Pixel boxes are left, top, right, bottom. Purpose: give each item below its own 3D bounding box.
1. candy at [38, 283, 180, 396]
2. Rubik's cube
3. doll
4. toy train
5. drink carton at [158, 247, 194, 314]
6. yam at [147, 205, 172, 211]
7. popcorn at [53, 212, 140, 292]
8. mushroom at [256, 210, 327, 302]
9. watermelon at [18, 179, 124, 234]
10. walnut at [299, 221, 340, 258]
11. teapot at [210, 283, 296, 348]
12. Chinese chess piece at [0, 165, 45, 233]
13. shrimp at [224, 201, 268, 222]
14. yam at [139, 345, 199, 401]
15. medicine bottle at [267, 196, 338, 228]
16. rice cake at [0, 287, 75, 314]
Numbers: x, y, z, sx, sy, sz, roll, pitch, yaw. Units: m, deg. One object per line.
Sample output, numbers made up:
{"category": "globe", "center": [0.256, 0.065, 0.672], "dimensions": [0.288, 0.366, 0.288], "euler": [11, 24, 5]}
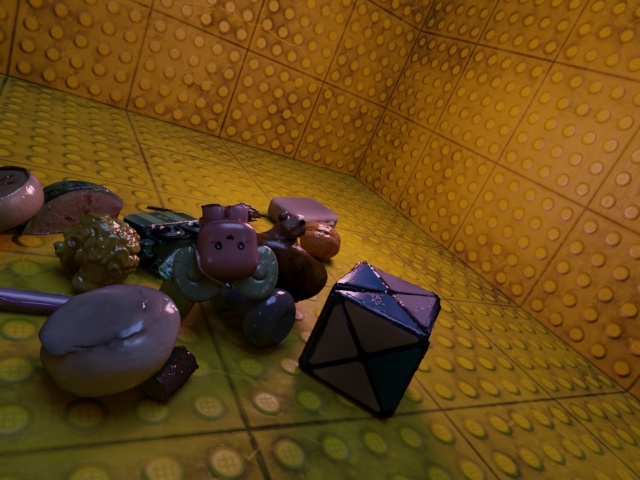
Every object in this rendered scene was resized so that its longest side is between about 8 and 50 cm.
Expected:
{"category": "candy", "center": [-0.439, 0.210, 0.963], "dimensions": [0.295, 0.185, 0.295], "euler": [-4, 33, 2]}
{"category": "Rubik's cube", "center": [0.159, 0.276, 1.335], "dimensions": [0.307, 0.310, 0.305], "euler": [28, 19, 16]}
{"category": "doll", "center": [-0.262, 0.041, 1.252], "dimensions": [0.284, 0.268, 0.216], "euler": [1, -17, -18]}
{"category": "toy train", "center": [-0.513, 0.001, 1.511], "dimensions": [0.238, 0.167, 0.299], "euler": [23, 16, 26]}
{"category": "drink carton", "center": [-0.393, 0.125, 1.292], "dimensions": [0.146, 0.142, 0.144], "euler": [33, 37, -4]}
{"category": "yam", "center": [-0.664, -0.131, 1.861], "dimensions": [0.107, 0.014, 0.014], "euler": [9, 25, -37]}
{"category": "popcorn", "center": [-0.623, 0.032, 1.253], "dimensions": [0.235, 0.216, 0.181], "euler": [23, -8, 15]}
{"category": "mushroom", "center": [-0.127, 0.065, 1.506], "dimensions": [0.345, 0.259, 0.345], "euler": [19, -17, 6]}
{"category": "watermelon", "center": [-0.819, -0.105, 1.458], "dimensions": [0.224, 0.180, 0.305], "euler": [-16, -3, 37]}
{"category": "walnut", "center": [0.000, 0.000, 2.083], "dimensions": [0.197, 0.165, 0.165], "euler": [22, 20, 2]}
{"category": "teapot", "center": [-0.205, 0.201, 1.338], "dimensions": [0.251, 0.183, 0.183], "euler": [23, 17, 27]}
{"category": "Chinese chess piece", "center": [-0.916, -0.113, 1.257], "dimensions": [0.250, 0.103, 0.249], "euler": [-3, 38, 2]}
{"category": "shrimp", "center": [-0.348, -0.130, 2.103], "dimensions": [0.233, 0.090, 0.079], "euler": [7, 2, -7]}
{"category": "yam", "center": [-0.346, 0.306, 1.029], "dimensions": [0.084, 0.084, 0.127], "euler": [27, 24, 7]}
{"category": "medicine bottle", "center": [-0.088, -0.134, 2.367], "dimensions": [0.282, 0.123, 0.375], "euler": [37, 24, 28]}
{"category": "rice cake", "center": [-0.656, 0.155, 1.094], "dimensions": [0.270, 0.049, 0.055], "euler": [15, 36, -28]}
